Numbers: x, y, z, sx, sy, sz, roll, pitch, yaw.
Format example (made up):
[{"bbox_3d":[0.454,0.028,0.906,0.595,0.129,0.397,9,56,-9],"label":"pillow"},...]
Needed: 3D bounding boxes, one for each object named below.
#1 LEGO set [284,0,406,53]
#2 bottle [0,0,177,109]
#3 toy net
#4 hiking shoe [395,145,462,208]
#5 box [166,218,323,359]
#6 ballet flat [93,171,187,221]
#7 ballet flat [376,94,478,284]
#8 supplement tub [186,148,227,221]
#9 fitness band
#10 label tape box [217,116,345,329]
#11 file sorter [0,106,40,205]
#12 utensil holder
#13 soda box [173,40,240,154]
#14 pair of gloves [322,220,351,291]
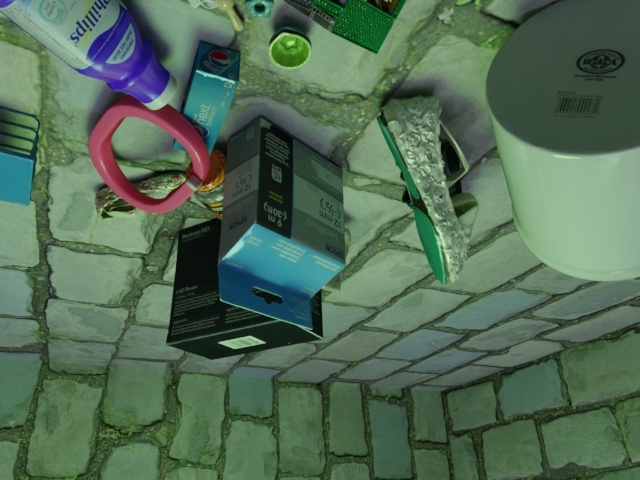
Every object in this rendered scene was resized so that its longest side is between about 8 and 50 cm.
[{"bbox_3d":[-0.016,-0.370,0.577,0.331,0.192,0.255,-11,136,-45],"label":"LEGO set"},{"bbox_3d":[-0.325,-0.296,0.737,0.092,0.118,0.283,20,167,36],"label":"bottle"},{"bbox_3d":[-0.101,-0.340,0.750,0.232,0.045,0.122,16,147,-30],"label":"toy net"},{"bbox_3d":[0.255,-0.098,1.183,0.131,0.113,0.304,-2,143,16],"label":"hiking shoe"},{"bbox_3d":[-0.183,0.104,1.293,0.343,0.313,0.179,-15,150,24],"label":"box"},{"bbox_3d":[-0.398,-0.090,1.164,0.240,0.077,0.091,-11,150,15],"label":"ballet flat"},{"bbox_3d":[0.235,-0.092,1.005,0.146,0.147,0.409,-14,119,21],"label":"ballet flat"},{"bbox_3d":[-0.196,-0.105,1.108,0.116,0.117,0.190,-12,150,18],"label":"supplement tub"},{"bbox_3d":[-0.328,-0.153,0.973,0.209,0.054,0.290,45,140,-18],"label":"fitness band"},{"bbox_3d":[-0.065,-0.028,1.014,0.115,0.348,0.249,-24,145,35],"label":"label tape box"},{"bbox_3d":[-0.605,-0.161,0.986,0.118,0.105,0.170,13,148,-26],"label":"file sorter"},{"bbox_3d":[0.461,-0.157,0.852,0.327,0.328,0.385,-14,147,22],"label":"utensil holder"},{"bbox_3d":[-0.202,-0.240,0.906,0.071,0.067,0.210,10,149,-21],"label":"soda box"},{"bbox_3d":[0.000,0.000,1.227,0.042,0.204,0.240,-6,154,35],"label":"pair of gloves"}]
